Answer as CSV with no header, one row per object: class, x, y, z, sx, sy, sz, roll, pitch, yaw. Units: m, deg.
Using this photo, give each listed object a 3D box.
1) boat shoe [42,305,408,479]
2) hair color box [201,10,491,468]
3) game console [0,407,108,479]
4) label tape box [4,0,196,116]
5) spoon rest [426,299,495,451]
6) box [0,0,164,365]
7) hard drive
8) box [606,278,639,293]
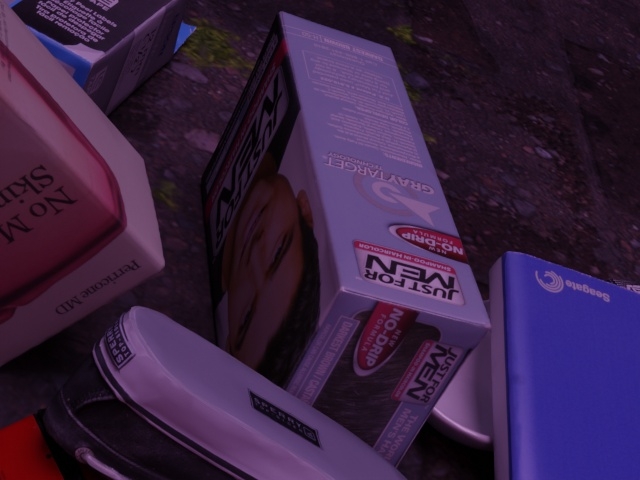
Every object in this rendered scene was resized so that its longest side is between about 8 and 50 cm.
boat shoe,-0.031,0.166,0.802,0.306,0.105,0.113,36,15,-26
hair color box,0.000,0.000,0.996,0.113,0.185,0.374,15,33,-20
game console,-0.151,0.182,0.776,0.124,0.085,0.144,-25,51,-16
label tape box,-0.267,-0.237,1.217,0.249,0.115,0.348,28,32,1
spoon rest,0.162,0.092,1.086,0.137,0.084,0.276,38,31,18
box,-0.228,-0.051,0.832,0.232,0.148,0.127,51,12,-41
hard drive,0.230,0.168,0.985,0.210,0.040,0.319,18,47,-15
box,0.383,0.116,1.258,0.190,0.045,0.184,7,39,-32
